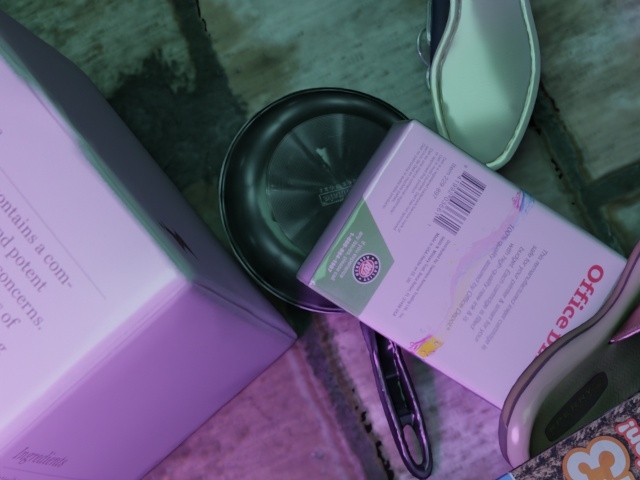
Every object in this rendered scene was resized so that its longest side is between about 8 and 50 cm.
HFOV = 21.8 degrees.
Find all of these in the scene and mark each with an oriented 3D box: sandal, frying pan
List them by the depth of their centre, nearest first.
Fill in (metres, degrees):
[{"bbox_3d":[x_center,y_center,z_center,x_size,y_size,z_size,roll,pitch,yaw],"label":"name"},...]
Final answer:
[{"bbox_3d":[0.264,0.077,1.273,0.303,0.120,0.086,-46,37,-11],"label":"sandal"},{"bbox_3d":[0.010,0.025,1.370,0.197,0.053,0.326,6,75,-10],"label":"frying pan"}]

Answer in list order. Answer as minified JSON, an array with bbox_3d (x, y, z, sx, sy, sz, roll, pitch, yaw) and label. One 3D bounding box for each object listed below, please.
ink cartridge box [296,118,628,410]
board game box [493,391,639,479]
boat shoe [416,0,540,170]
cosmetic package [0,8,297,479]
[{"bbox_3d":[0.112,0.024,1.315,0.212,0.093,0.154,32,87,-8],"label":"ink cartridge box"},{"bbox_3d":[0.250,0.190,1.176,0.291,0.232,0.141,-29,73,-13],"label":"board game box"},{"bbox_3d":[0.128,-0.180,1.400,0.095,0.079,0.254,-5,85,-4],"label":"boat shoe"},{"bbox_3d":[-0.293,0.065,1.317,0.394,0.327,0.329,-41,73,3],"label":"cosmetic package"}]
